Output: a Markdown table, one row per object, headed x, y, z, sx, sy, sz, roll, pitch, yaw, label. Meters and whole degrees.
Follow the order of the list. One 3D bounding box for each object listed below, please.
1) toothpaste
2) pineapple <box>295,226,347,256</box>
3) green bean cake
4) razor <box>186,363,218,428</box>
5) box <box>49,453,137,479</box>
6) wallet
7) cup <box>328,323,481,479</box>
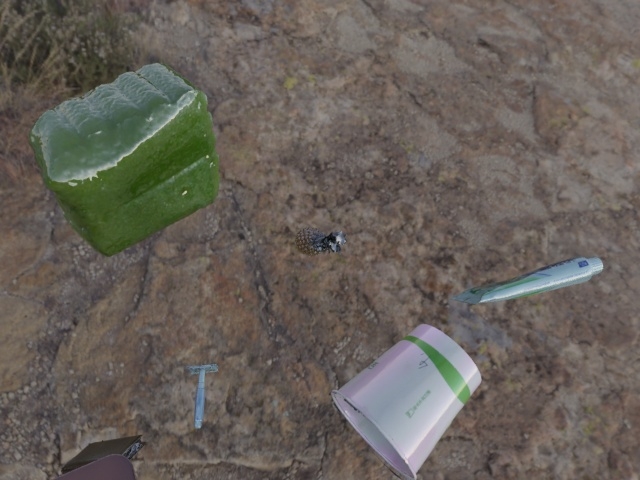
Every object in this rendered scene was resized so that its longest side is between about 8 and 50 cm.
| x | y | z | sx | sy | sz | roll | pitch | yaw | label |
| --- | --- | --- | --- | --- | --- | --- | --- | --- | --- |
| 0.369 | 0.072 | 0.903 | 0.297 | 0.075 | 0.048 | -11 | 94 | -20 | toothpaste |
| 0.000 | 0.000 | 0.904 | 0.058 | 0.124 | 0.058 | 1 | 87 | -25 | pineapple |
| -0.275 | -0.113 | 0.758 | 0.248 | 0.222 | 0.125 | -37 | 60 | -28 | green bean cake |
| -0.262 | 0.338 | 1.131 | 0.068 | 0.040 | 0.135 | -6 | 56 | 4 | razor |
| -0.525 | 0.658 | 1.092 | 0.339 | 0.229 | 0.239 | -18 | 51 | -20 | box |
| -0.542 | 0.538 | 1.302 | 0.031 | 0.198 | 0.110 | 69 | 24 | -10 | wallet |
| 0.196 | 0.342 | 1.158 | 0.274 | 0.253 | 0.253 | -41 | 71 | -19 | cup |
